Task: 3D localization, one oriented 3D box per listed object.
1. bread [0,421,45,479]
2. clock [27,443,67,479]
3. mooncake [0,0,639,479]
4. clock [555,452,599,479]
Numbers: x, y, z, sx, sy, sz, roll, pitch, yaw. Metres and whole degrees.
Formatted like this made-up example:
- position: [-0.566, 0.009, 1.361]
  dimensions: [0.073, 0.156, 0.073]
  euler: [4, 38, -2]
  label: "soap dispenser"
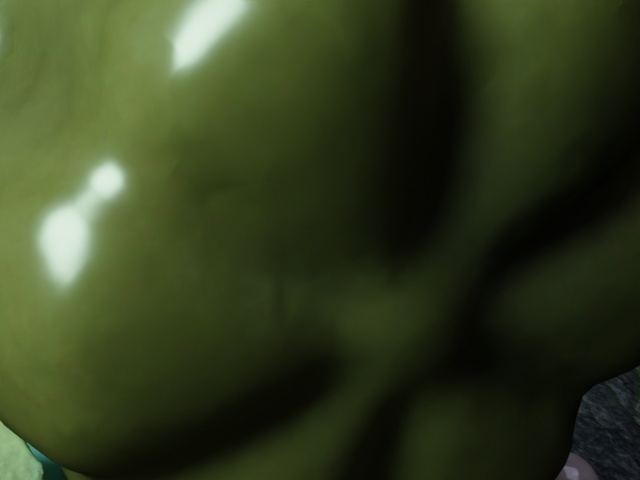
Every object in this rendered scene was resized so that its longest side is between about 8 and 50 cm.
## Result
- position: [-0.336, 0.170, 0.529]
  dimensions: [0.338, 0.187, 0.155]
  euler: [7, 29, -44]
  label: "bread"
- position: [-0.325, 0.127, 0.787]
  dimensions: [0.274, 0.094, 0.223]
  euler: [5, 28, -40]
  label: "clock"
- position: [0.000, 0.000, 0.630]
  dimensions: [0.467, 0.467, 0.262]
  euler: [10, 21, -37]
  label: "mooncake"
- position: [0.101, 0.286, 0.779]
  dimensions: [0.325, 0.184, 0.342]
  euler: [13, 18, -20]
  label: "clock"
